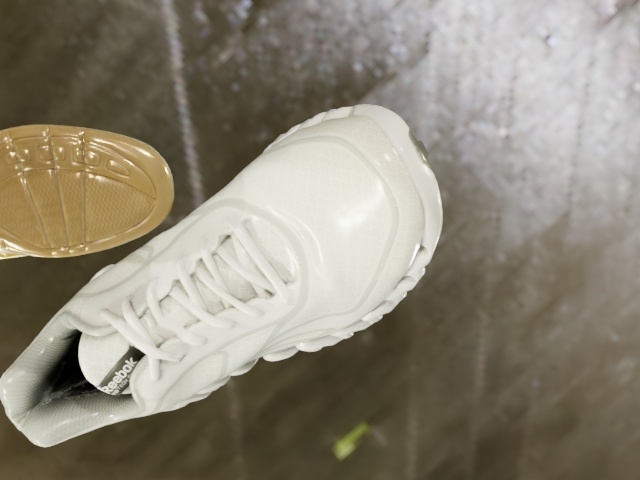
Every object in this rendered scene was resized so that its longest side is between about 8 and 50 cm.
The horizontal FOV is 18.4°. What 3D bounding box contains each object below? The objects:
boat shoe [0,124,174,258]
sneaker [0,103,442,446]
[{"bbox_3d":[-0.143,-0.022,0.918,0.170,0.063,0.059,-3,-174,15],"label":"boat shoe"},{"bbox_3d":[-0.055,0.031,1.022,0.292,0.110,0.118,-35,176,38],"label":"sneaker"}]
